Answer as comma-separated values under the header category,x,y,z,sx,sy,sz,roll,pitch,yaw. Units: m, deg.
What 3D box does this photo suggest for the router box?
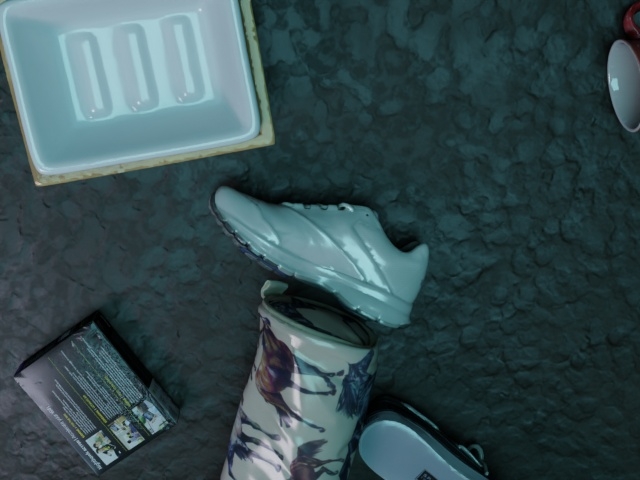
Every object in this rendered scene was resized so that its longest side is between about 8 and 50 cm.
category,x,y,z,sx,sy,sz,roll,pitch,yaw
router box,-0.291,0.201,1.353,0.133,0.046,0.179,-34,103,7

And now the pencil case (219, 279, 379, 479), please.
category,x,y,z,sx,sy,sz,roll,pitch,yaw
pencil case,-0.049,0.264,1.319,0.184,0.160,0.410,20,105,21

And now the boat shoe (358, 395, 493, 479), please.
category,x,y,z,sx,sy,sz,roll,pitch,yaw
boat shoe,0.176,0.326,1.374,0.306,0.105,0.113,38,112,-3

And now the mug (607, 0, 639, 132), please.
category,x,y,z,sx,sy,sz,roll,pitch,yaw
mug,0.444,-0.218,1.237,0.169,0.113,0.150,-11,107,-3

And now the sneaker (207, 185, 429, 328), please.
category,x,y,z,sx,sy,sz,roll,pitch,yaw
sneaker,0.000,0.000,1.295,0.297,0.111,0.129,27,87,-13

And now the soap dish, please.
category,x,y,z,sx,sy,sz,roll,pitch,yaw
soap dish,-0.213,-0.202,1.211,0.291,0.118,0.228,-10,105,0
